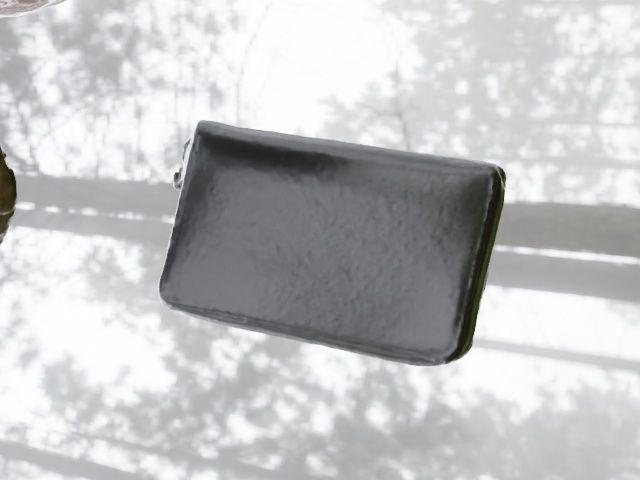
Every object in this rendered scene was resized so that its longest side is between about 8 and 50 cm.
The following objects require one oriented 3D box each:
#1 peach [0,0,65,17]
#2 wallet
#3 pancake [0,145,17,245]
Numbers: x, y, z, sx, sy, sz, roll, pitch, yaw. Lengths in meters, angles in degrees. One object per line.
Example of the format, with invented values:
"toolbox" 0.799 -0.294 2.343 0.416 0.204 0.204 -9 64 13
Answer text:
"peach" -0.221 -0.242 0.870 0.214 0.235 0.214 -7 -80 -50
"wallet" 0.000 0.000 0.998 0.044 0.250 0.149 31 -111 -67
"pancake" -0.292 -0.054 0.938 0.021 0.199 0.199 -66 -40 -50
